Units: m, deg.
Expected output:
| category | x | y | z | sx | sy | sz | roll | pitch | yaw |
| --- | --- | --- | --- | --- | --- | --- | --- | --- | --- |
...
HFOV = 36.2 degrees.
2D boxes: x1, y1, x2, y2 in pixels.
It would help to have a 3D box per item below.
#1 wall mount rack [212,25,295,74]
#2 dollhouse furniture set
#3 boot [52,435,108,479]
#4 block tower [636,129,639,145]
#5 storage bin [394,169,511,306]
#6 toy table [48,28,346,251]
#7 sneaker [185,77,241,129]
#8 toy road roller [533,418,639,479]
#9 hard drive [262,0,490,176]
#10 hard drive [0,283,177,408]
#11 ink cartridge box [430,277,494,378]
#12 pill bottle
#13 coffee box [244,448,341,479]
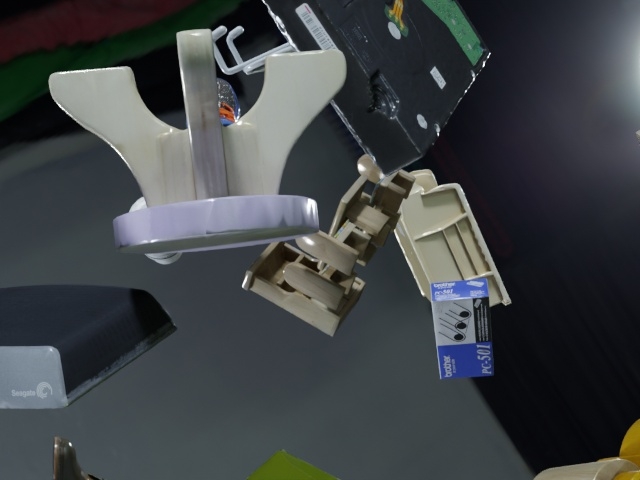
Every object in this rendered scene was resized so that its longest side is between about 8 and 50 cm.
| category | x | y | z | sx | sy | sz | roll | pitch | yaw |
| --- | --- | --- | --- | --- | --- | --- | --- | --- | --- |
| wall mount rack | -0.065 | -0.446 | 2.026 | 0.304 | 0.130 | 0.350 | -23 | 9 | 10 |
| dollhouse furniture set | 0.000 | 0.000 | 1.455 | 0.212 | 0.161 | 0.242 | -51 | -14 | -45 |
| boot | -0.339 | 0.367 | 1.464 | 0.106 | 0.082 | 0.219 | -6 | -52 | -9 |
| block tower | 0.536 | -0.021 | 1.322 | 0.097 | 0.335 | 0.091 | -32 | 29 | 3 |
| storage bin | 0.225 | 0.000 | 1.865 | 0.123 | 0.260 | 0.262 | -25 | 11 | 0 |
| toy table | -0.098 | -0.075 | 0.850 | 0.252 | 0.160 | 0.274 | -5 | -1 | -17 |
| sneaker | -0.133 | -0.142 | 1.327 | 0.083 | 0.221 | 0.087 | 13 | -40 | -23 |
| toy road roller | 0.453 | 0.327 | 1.327 | 0.202 | 0.330 | 0.240 | -31 | 42 | 57 |
| hard drive | 0.078 | -0.245 | 1.138 | 0.064 | 0.237 | 0.339 | -27 | 16 | 34 |
| hard drive | -0.276 | 0.089 | 0.871 | 0.255 | 0.054 | 0.172 | -2 | 18 | 29 |
| ink cartridge box | 0.247 | 0.155 | 1.698 | 0.097 | 0.207 | 0.046 | -5 | 43 | 7 |
| pill bottle | -0.228 | -0.011 | 1.387 | 0.067 | 0.067 | 0.120 | -31 | -21 | -11 |
| coffee box | -0.002 | 0.464 | 0.895 | 0.338 | 0.334 | 0.338 | 20 | 43 | 37 |
